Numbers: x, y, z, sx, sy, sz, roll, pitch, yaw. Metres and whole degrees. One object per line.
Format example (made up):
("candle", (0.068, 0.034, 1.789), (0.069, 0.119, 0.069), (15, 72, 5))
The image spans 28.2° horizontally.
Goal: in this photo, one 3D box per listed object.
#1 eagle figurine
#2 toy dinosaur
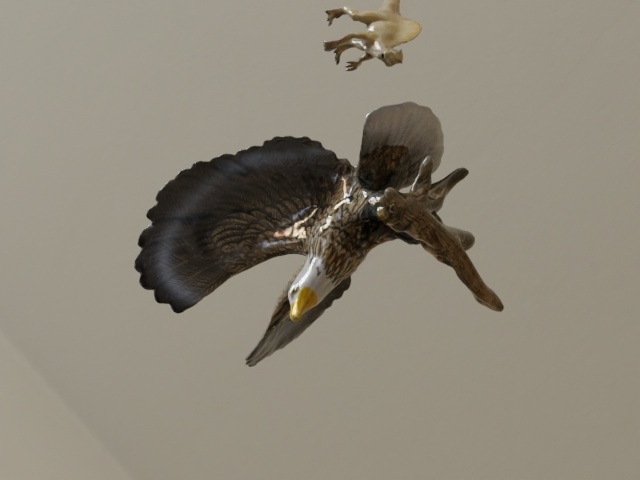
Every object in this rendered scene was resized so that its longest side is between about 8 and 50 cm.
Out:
("eagle figurine", (-0.006, 0.005, 1.260), (0.298, 0.225, 0.226), (-13, -86, 41))
("toy dinosaur", (0.055, -0.208, 1.255), (0.092, 0.183, 0.053), (-7, -51, 13))
